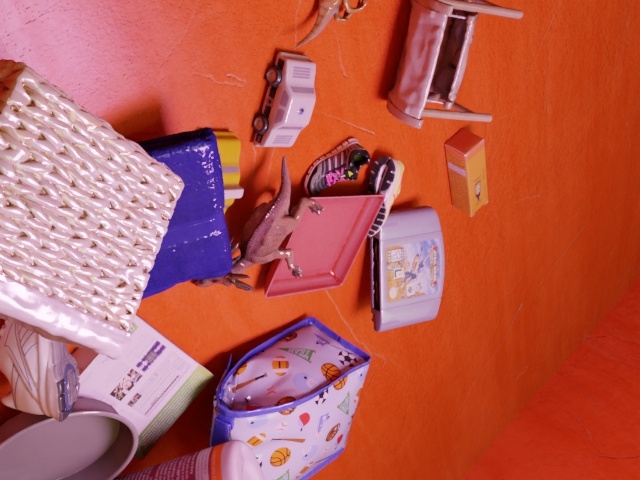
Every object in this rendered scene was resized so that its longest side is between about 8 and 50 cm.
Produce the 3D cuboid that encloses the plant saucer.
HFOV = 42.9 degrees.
[{"bbox_3d":[0.000,0.000,1.794,0.259,0.048,0.258,-5,128,-47],"label":"plant saucer"}]

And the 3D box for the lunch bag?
[{"bbox_3d":[-0.107,0.401,1.842,0.385,0.239,0.327,-28,138,-44],"label":"lunch bag"}]

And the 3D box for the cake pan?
[{"bbox_3d":[-0.481,0.388,1.480,0.293,0.054,0.293,-20,140,-18],"label":"cake pan"}]

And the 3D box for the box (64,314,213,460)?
[{"bbox_3d":[-0.370,0.285,1.593,0.232,0.058,0.322,-49,143,-10],"label":"box"}]

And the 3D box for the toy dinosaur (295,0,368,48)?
[{"bbox_3d":[0.019,-0.436,1.506,0.112,0.064,0.211,17,95,-35],"label":"toy dinosaur"}]

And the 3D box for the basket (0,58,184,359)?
[{"bbox_3d":[-0.413,-0.043,1.028,0.331,0.328,0.266,37,68,-54],"label":"basket"}]

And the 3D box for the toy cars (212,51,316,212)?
[{"bbox_3d":[-0.121,-0.175,1.503,0.393,0.087,0.176,-48,144,-12],"label":"toy cars"}]

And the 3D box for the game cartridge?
[{"bbox_3d":[0.216,0.068,2.017,0.198,0.062,0.297,-9,105,-24],"label":"game cartridge"}]

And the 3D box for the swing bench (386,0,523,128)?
[{"bbox_3d":[0.262,-0.391,1.731,0.255,0.165,0.253,-10,125,-39],"label":"swing bench"}]

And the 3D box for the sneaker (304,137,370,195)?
[{"bbox_3d":[0.040,-0.149,1.724,0.170,0.075,0.063,-41,142,-21],"label":"sneaker"}]

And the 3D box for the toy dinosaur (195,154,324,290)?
[{"bbox_3d":[-0.115,-0.010,1.582,0.200,0.127,0.295,-16,136,-51],"label":"toy dinosaur"}]

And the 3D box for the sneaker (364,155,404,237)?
[{"bbox_3d":[0.144,-0.099,1.886,0.094,0.081,0.208,-21,139,-58],"label":"sneaker"}]

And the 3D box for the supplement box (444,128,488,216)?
[{"bbox_3d":[0.380,-0.172,2.107,0.078,0.080,0.233,-41,140,-20],"label":"supplement box"}]

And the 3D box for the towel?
[{"bbox_3d":[-0.275,-0.043,1.399,0.228,0.076,0.308,-16,133,-18],"label":"towel"}]

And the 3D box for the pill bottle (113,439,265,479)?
[{"bbox_3d":[-0.308,0.554,1.600,0.392,0.224,0.224,-19,141,6],"label":"pill bottle"}]

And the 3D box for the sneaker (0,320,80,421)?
[{"bbox_3d":[-0.472,0.155,1.320,0.111,0.129,0.297,-74,165,-78],"label":"sneaker"}]
